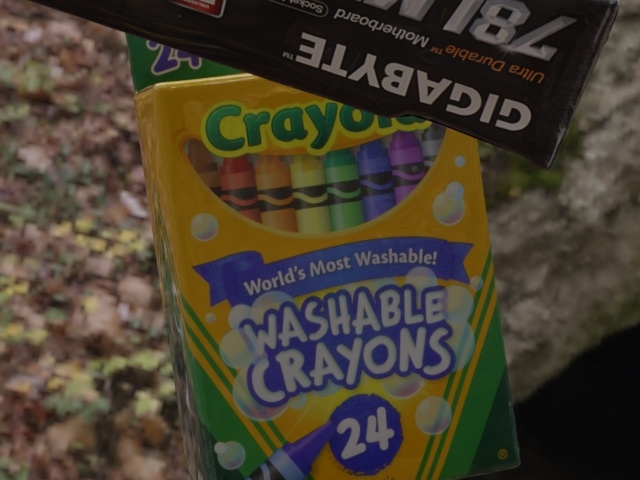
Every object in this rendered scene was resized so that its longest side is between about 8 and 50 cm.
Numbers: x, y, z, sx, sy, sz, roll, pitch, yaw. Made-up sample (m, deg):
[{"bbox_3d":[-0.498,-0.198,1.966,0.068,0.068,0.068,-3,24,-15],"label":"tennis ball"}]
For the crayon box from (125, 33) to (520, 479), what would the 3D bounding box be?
[{"bbox_3d":[0.000,0.000,0.974,0.203,0.323,0.083,-9,3,-16],"label":"crayon box"}]

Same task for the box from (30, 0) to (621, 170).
[{"bbox_3d":[-0.031,-0.170,0.569,0.293,0.073,0.295,19,37,-1],"label":"box"}]
